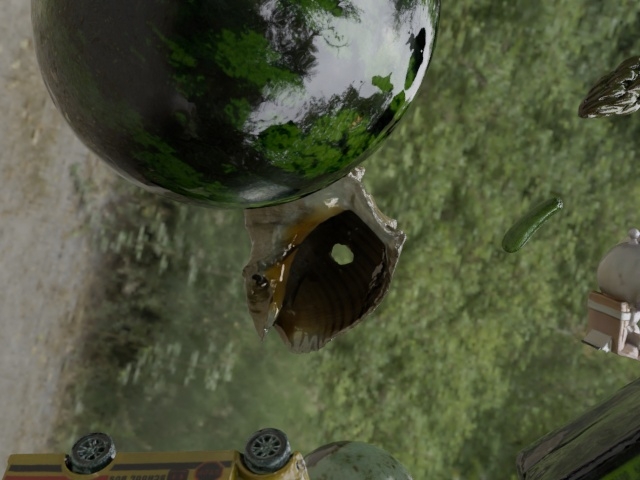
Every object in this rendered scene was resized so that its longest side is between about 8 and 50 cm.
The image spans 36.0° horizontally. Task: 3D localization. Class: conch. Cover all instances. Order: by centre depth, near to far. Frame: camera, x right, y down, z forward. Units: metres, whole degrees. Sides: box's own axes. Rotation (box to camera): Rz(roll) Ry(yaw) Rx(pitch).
[{"bbox_3d":[0.007,-0.005,1.351,0.186,0.263,0.324,-23,132,-44],"label":"conch"}]

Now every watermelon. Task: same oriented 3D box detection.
[{"bbox_3d":[-0.049,-0.146,0.621,0.269,0.269,0.268,-166,-90,-89],"label":"watermelon"}]

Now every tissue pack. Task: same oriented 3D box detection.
[{"bbox_3d":[0.426,0.226,1.173,0.394,0.124,0.288,-35,172,8],"label":"tissue pack"}]

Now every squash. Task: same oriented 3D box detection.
[{"bbox_3d":[0.241,-0.020,1.133,0.089,0.027,0.027,-48,-169,20],"label":"squash"}]

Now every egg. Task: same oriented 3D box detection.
[{"bbox_3d":[0.036,0.339,1.259,0.231,0.169,0.169,11,-93,68],"label":"egg"}]

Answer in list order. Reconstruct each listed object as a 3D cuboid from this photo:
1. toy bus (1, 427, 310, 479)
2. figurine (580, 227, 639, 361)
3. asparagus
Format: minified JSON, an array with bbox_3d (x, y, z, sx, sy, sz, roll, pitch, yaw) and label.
[{"bbox_3d":[-0.180,0.291,1.078,0.123,0.336,0.121,-79,162,-51],"label":"toy bus"},{"bbox_3d":[0.561,0.097,1.774,0.162,0.141,0.236,-158,-103,-69],"label":"figurine"},{"bbox_3d":[0.477,-0.238,1.431,0.080,0.287,0.080,47,-28,34],"label":"asparagus"}]
